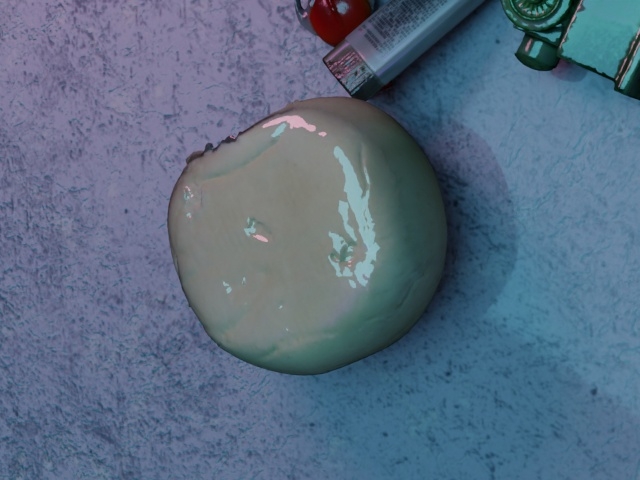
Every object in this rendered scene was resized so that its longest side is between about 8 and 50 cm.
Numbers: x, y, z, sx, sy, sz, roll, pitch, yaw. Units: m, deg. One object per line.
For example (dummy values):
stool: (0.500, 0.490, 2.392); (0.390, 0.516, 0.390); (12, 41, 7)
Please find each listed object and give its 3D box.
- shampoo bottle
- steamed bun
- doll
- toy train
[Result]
shampoo bottle: (0.110, -0.265, 1.498); (0.227, 0.056, 0.086); (-41, 51, 6)
steamed bun: (0.000, 0.000, 1.496); (0.333, 0.233, 0.312); (-16, 86, 30)
doll: (0.034, -0.276, 1.568); (0.104, 0.062, 0.195); (-25, 88, 42)
toy train: (0.322, -0.302, 1.379); (0.201, 0.145, 0.266); (28, 104, 20)
